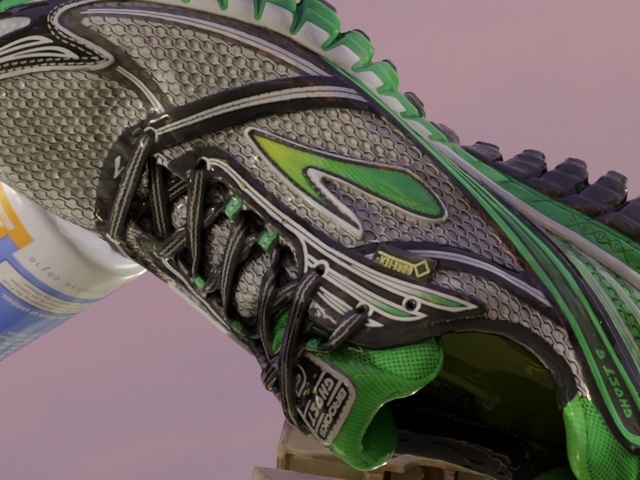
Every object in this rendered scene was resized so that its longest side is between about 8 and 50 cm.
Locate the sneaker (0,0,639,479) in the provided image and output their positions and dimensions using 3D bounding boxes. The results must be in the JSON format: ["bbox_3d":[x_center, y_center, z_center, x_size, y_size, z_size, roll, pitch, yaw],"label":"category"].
[{"bbox_3d":[0.000,0.000,0.796,0.344,0.146,0.134,25,-47,1],"label":"sneaker"}]

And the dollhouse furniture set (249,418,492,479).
[{"bbox_3d":[0.035,0.226,1.195,0.161,0.242,0.212,9,-50,7],"label":"dollhouse furniture set"}]

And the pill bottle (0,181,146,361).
[{"bbox_3d":[-0.252,0.013,1.385,0.272,0.152,0.152,-30,-30,30],"label":"pill bottle"}]
